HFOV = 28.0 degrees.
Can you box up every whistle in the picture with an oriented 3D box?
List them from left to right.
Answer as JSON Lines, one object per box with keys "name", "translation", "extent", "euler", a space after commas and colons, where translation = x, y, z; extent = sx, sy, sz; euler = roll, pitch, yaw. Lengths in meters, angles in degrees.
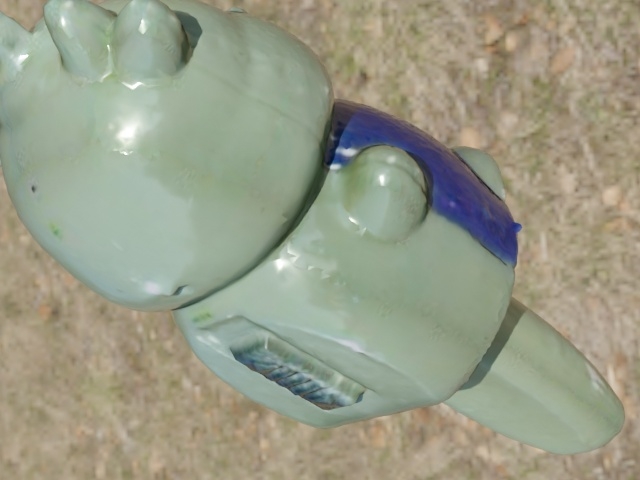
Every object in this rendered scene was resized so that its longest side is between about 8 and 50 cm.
{"name": "whistle", "translation": [0.000, 0.000, 0.379], "extent": [0.110, 0.244, 0.092], "euler": [-25, 42, 48]}
